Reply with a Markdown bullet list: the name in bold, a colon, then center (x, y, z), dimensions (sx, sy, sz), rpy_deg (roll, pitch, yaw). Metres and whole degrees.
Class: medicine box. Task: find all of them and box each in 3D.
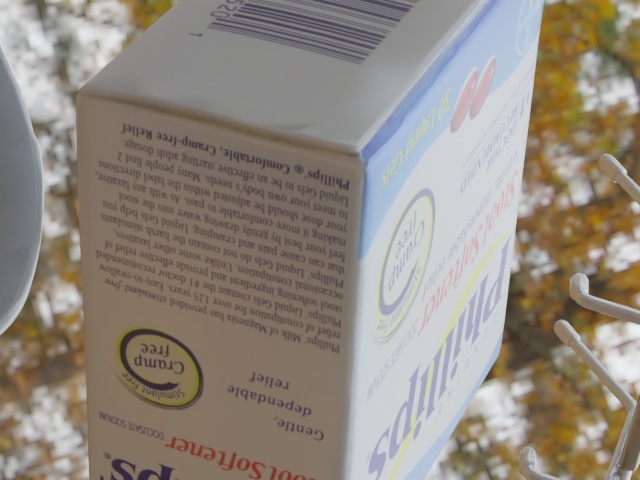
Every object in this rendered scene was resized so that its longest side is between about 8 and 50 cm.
- **medicine box**: center (0.000, 0.000, 1.042), dimensions (0.149, 0.263, 0.289), rpy_deg (15, -54, 18)

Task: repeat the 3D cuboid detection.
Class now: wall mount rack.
- **wall mount rack**: center (0.286, 0.083, 1.919), dimensions (0.130, 0.304, 0.350), rpy_deg (17, -61, 9)

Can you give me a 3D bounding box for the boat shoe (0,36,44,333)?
- **boat shoe**: center (-0.275, -0.105, 1.302), dimensions (0.156, 0.136, 0.367), rpy_deg (155, -82, -79)
